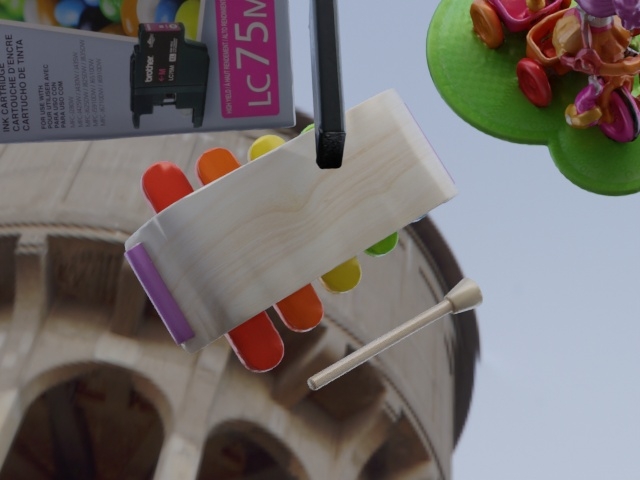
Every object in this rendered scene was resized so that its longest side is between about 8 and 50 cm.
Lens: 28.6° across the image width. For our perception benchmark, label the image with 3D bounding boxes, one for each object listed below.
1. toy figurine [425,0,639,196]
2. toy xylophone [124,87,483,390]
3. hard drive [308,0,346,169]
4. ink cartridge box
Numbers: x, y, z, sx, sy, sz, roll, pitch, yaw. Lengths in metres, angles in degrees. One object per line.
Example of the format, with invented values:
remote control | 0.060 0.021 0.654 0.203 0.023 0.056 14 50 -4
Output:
toy figurine | 0.131 -0.125 0.652 0.130 0.173 0.159 -29 -23 -8
toy xylophone | 0.000 0.000 1.106 0.323 0.081 0.236 -21 -97 -24
hard drive | 0.005 -0.135 1.012 0.022 0.135 0.094 -2 -14 -2
ink cartridge box | -0.177 -0.163 0.890 0.311 0.065 0.185 -4 -82 -10
